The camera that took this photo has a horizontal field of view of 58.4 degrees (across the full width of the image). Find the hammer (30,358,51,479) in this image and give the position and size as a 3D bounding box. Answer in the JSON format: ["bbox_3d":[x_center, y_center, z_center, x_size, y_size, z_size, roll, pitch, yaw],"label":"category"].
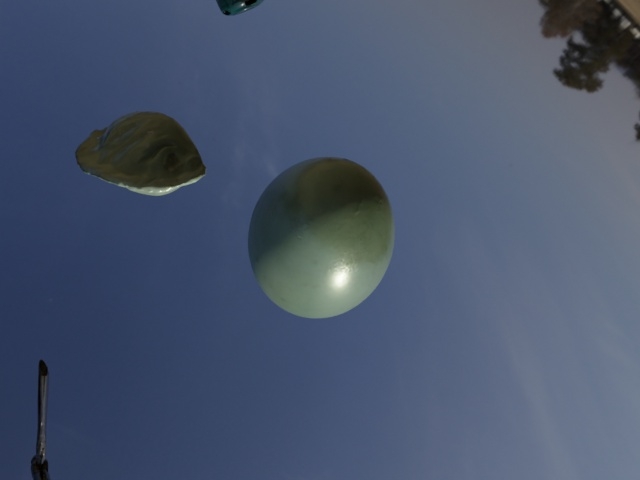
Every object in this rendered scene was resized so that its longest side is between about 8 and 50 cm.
[{"bbox_3d":[-0.355,0.234,0.733,0.021,0.178,0.065,0,-159,-33],"label":"hammer"}]

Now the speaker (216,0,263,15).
[{"bbox_3d":[-0.091,-0.318,0.687,0.094,0.060,0.075,-38,-65,-38],"label":"speaker"}]

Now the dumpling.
[{"bbox_3d":[-0.267,-0.120,0.872,0.219,0.152,0.108,32,162,34],"label":"dumpling"}]

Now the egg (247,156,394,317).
[{"bbox_3d":[0.000,0.000,1.097,0.276,0.389,0.275,5,-119,-9],"label":"egg"}]
